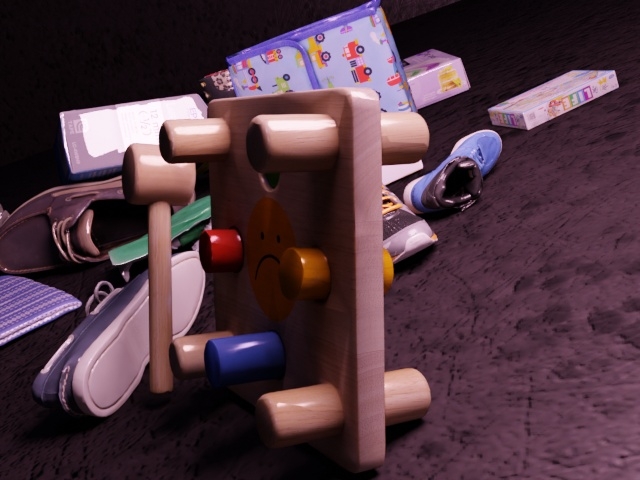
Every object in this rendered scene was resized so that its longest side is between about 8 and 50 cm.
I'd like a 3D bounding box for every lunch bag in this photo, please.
[{"bbox_3d":[-0.007,-0.240,1.420,0.293,0.220,0.138,-17,18,14],"label":"lunch bag"}]

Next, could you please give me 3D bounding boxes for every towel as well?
[{"bbox_3d":[-0.515,0.128,1.260,0.243,0.040,0.336,-29,20,-30],"label":"towel"}]

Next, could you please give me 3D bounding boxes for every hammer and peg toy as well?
[{"bbox_3d":[-0.051,0.016,0.698,0.127,0.265,0.361,-5,8,-28],"label":"hammer and peg toy"}]

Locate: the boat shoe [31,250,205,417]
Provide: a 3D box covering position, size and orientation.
[{"bbox_3d":[-0.201,0.090,0.893,0.079,0.095,0.254,-1,34,23],"label":"boat shoe"}]

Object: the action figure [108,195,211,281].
[{"bbox_3d":[-0.188,-0.018,1.238,0.232,0.063,0.137,-28,16,-7],"label":"action figure"}]

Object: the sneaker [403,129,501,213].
[{"bbox_3d":[0.175,-0.082,1.002,0.152,0.058,0.085,-34,15,-22],"label":"sneaker"}]

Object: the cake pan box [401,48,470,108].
[{"bbox_3d":[0.142,-0.294,1.670,0.246,0.070,0.267,-19,17,3],"label":"cake pan box"}]

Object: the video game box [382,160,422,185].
[{"bbox_3d":[0.021,-0.094,1.248,0.205,0.048,0.187,-24,19,-10],"label":"video game box"}]

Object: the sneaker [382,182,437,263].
[{"bbox_3d":[0.057,-0.027,0.947,0.084,0.083,0.215,-24,19,-13],"label":"sneaker"}]

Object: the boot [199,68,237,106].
[{"bbox_3d":[-0.226,-0.251,1.781,0.237,0.178,0.085,-20,17,3],"label":"boot"}]

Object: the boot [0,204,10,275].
[{"bbox_3d":[-0.574,-0.031,1.572,0.247,0.161,0.083,-22,18,-2],"label":"boot"}]

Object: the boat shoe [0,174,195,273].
[{"bbox_3d":[-0.382,-0.029,1.393,0.356,0.132,0.130,-21,17,5],"label":"boat shoe"}]

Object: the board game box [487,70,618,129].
[{"bbox_3d":[0.335,-0.205,1.237,0.154,0.026,0.103,-25,18,-11],"label":"board game box"}]

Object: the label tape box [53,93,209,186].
[{"bbox_3d":[-0.291,-0.177,1.541,0.348,0.115,0.249,-14,-2,-20],"label":"label tape box"}]
